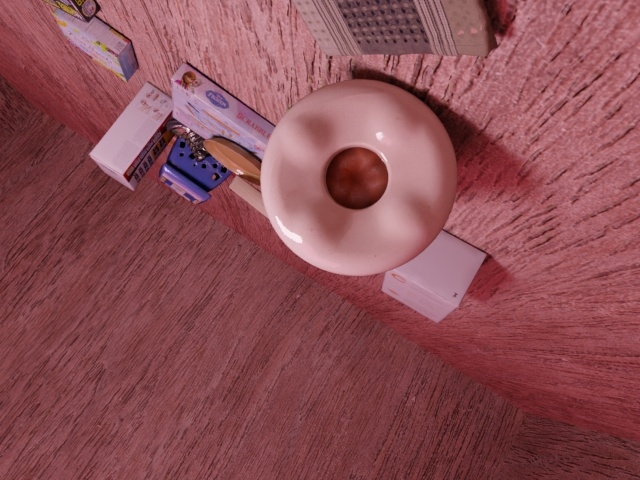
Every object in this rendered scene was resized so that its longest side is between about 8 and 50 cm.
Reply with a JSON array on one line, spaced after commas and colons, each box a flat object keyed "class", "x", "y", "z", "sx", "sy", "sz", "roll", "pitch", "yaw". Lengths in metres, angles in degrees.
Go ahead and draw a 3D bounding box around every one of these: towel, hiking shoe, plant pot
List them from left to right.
[{"class": "plant pot", "x": -0.470, "y": -0.270, "z": 1.887, "sx": 0.236, "sy": 0.212, "sz": 0.236, "roll": 36, "pitch": 167, "yaw": -18}, {"class": "hiking shoe", "x": -0.407, "y": -0.323, "z": 1.665, "sx": 0.227, "sy": 0.114, "sz": 0.086, "roll": 19, "pitch": 166, "yaw": -11}, {"class": "plant pot", "x": -0.252, "y": -0.246, "z": 1.555, "sx": 0.236, "sy": 0.032, "sz": 0.236, "roll": 31, "pitch": 168, "yaw": 7}, {"class": "towel", "x": 0.050, "y": -0.369, "z": 0.639, "sx": 0.312, "sy": 0.056, "sz": 0.324, "roll": 18, "pitch": 159, "yaw": 40}]

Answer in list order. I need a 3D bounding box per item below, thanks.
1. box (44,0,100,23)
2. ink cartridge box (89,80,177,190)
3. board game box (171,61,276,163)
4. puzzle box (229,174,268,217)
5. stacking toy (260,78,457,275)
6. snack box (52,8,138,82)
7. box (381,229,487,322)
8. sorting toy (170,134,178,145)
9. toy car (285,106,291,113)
[{"class": "box", "x": -0.712, "y": -0.682, "z": 1.245, "sx": 0.270, "sy": 0.060, "sz": 0.216, "roll": 30, "pitch": 168, "yaw": 13}, {"class": "ink cartridge box", "x": -0.617, "y": -0.343, "z": 1.737, "sx": 0.130, "sy": 0.309, "sz": 0.272, "roll": 33, "pitch": 168, "yaw": -5}, {"class": "board game box", "x": -0.285, "y": -0.344, "z": 1.483, "sx": 0.319, "sy": 0.065, "sz": 0.318, "roll": 34, "pitch": 168, "yaw": -11}, {"class": "puzzle box", "x": -0.099, "y": -0.062, "z": 1.717, "sx": 0.272, "sy": 0.052, "sz": 0.409, "roll": 36, "pitch": -178, "yaw": 43}, {"class": "stacking toy", "x": 0.095, "y": -0.115, "z": 1.087, "sx": 0.351, "sy": 0.350, "sz": 0.480, "roll": 31, "pitch": -174, "yaw": 7}, {"class": "snack box", "x": -0.647, "y": -0.577, "z": 1.463, "sx": 0.207, "sy": 0.070, "sz": 0.174, "roll": 33, "pitch": 168, "yaw": -8}, {"class": "box", "x": 0.318, "y": 0.100, "z": 1.482, "sx": 0.215, "sy": 0.168, "sz": 0.345, "roll": 30, "pitch": 168, "yaw": 12}, {"class": "sorting toy", "x": -0.563, "y": -0.367, "z": 2.143, "sx": 0.193, "sy": 0.038, "sz": 0.208, "roll": 34, "pitch": 167, "yaw": -6}, {"class": "toy car", "x": -0.041, "y": -0.250, "z": 1.278, "sx": 0.239, "sy": 0.053, "sz": 0.225, "roll": 26, "pitch": 166, "yaw": 27}]
